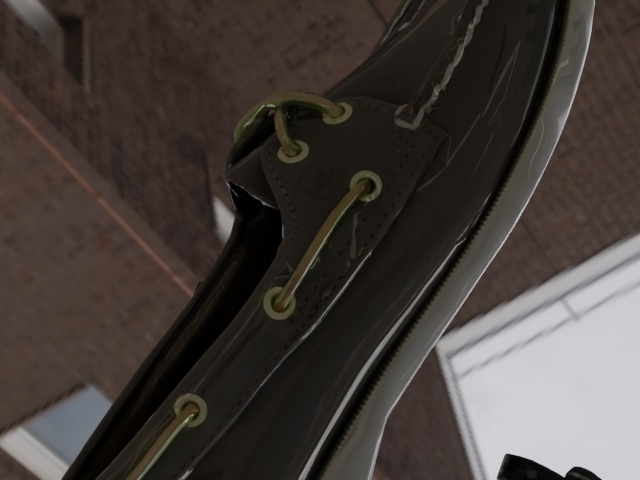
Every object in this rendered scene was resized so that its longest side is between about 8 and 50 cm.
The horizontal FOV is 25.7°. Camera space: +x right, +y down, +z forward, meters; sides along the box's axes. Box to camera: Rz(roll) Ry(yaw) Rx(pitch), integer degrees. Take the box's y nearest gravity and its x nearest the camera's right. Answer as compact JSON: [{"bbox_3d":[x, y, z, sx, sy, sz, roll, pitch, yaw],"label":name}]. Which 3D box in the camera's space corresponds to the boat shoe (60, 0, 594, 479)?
[{"bbox_3d":[0.001,0.000,0.518,0.305,0.091,0.109,-62,-163,-6],"label":"boat shoe"}]

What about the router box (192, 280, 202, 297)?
[{"bbox_3d":[-0.042,0.089,0.684,0.038,0.092,0.122,21,-94,38],"label":"router box"}]

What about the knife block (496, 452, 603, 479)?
[{"bbox_3d":[0.172,0.215,0.618,0.088,0.276,0.242,-49,-161,-22],"label":"knife block"}]
